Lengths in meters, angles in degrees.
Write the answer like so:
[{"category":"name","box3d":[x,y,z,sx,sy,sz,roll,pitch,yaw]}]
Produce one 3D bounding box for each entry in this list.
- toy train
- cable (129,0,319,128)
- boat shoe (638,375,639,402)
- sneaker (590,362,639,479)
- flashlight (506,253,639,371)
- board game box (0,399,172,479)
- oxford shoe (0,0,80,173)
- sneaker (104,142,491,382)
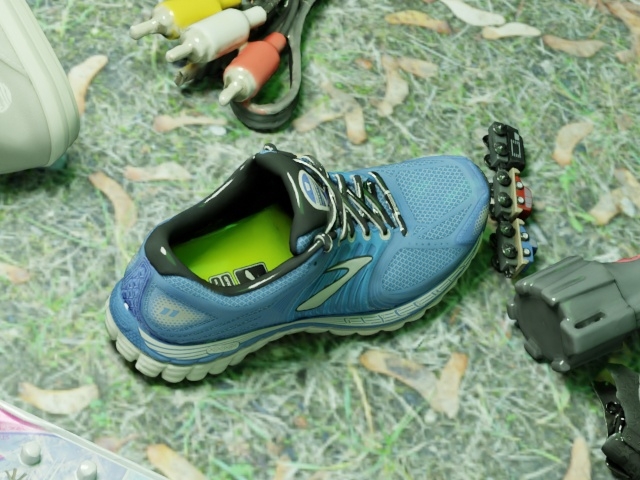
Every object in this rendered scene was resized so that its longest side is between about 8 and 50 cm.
[{"category":"toy train","box3d":[0.159,-0.033,1.640,0.036,0.027,0.158,14,51,-19]},{"category":"cable","box3d":[-0.030,-0.199,1.675,0.139,0.072,0.287,40,54,7]},{"category":"boat shoe","box3d":[0.345,0.099,1.515,0.320,0.118,0.103,-3,41,-41]},{"category":"sneaker","box3d":[0.252,0.174,1.503,0.089,0.051,0.170,16,46,-8]},{"category":"flashlight","box3d":[0.293,0.013,1.606,0.304,0.103,0.103,-22,68,-23]},{"category":"board game box","box3d":[-0.190,0.294,1.287,0.390,0.050,0.390,25,52,3]},{"category":"oxford shoe","box3d":[-0.348,-0.237,1.505,0.130,0.169,0.449,-31,91,-23]},{"category":"sneaker","box3d":[0.000,0.000,1.493,0.330,0.147,0.130,-21,63,-28]}]
